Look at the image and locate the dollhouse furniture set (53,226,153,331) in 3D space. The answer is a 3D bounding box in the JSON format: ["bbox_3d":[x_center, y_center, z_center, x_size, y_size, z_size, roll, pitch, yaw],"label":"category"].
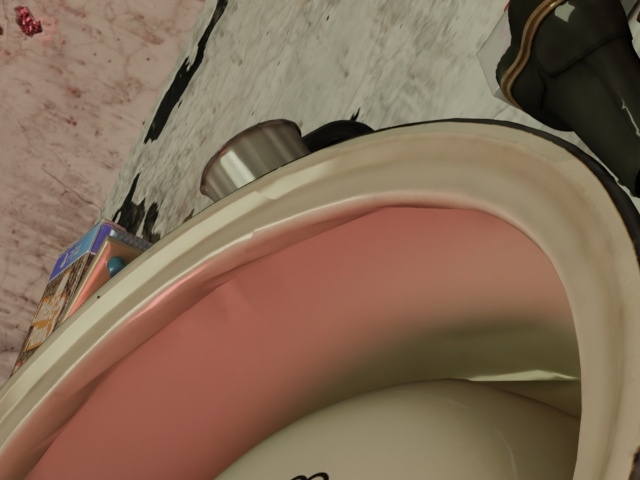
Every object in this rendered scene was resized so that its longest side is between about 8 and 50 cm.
[{"bbox_3d":[-0.055,0.064,1.091,0.286,0.303,0.198,-62,17,10],"label":"dollhouse furniture set"}]

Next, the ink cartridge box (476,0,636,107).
[{"bbox_3d":[0.173,-0.208,1.225,0.189,0.066,0.232,-58,21,21],"label":"ink cartridge box"}]

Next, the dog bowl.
[{"bbox_3d":[-0.009,0.153,0.665,0.408,0.150,0.408,-32,31,22],"label":"dog bowl"}]

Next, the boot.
[{"bbox_3d":[0.164,-0.067,1.020,0.077,0.137,0.198,-29,-18,4],"label":"boot"}]

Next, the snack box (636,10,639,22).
[{"bbox_3d":[0.225,-0.104,0.881,0.022,0.064,0.178,-64,16,1],"label":"snack box"}]

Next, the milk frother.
[{"bbox_3d":[0.000,0.000,1.245,0.134,0.129,0.143,56,155,26],"label":"milk frother"}]

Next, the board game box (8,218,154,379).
[{"bbox_3d":[-0.127,0.170,1.294,0.141,0.232,0.291,-27,40,66],"label":"board game box"}]
